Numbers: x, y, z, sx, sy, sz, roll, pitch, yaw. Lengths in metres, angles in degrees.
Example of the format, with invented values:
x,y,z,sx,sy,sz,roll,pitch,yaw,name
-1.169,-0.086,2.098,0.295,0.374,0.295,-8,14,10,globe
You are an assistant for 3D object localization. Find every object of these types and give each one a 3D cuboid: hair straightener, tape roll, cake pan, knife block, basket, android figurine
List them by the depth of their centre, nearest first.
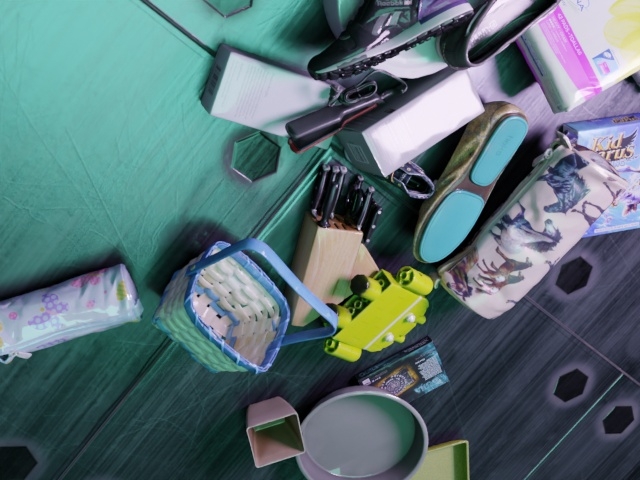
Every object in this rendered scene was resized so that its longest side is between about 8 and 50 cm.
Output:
x,y,z,sx,sy,sz,roll,pitch,yaw,name
0.045,-0.230,1.413,0.230,0.047,0.089,-24,148,-7,hair straightener
0.150,-0.432,1.431,0.286,0.100,0.286,-7,116,-14,tape roll
-0.145,0.115,1.504,0.289,0.201,0.255,-16,128,37,basket
0.000,0.000,1.593,0.275,0.088,0.242,-33,119,0,knife block
0.119,0.150,1.666,0.248,0.056,0.273,-43,143,13,android figurine
0.088,0.438,1.815,0.293,0.054,0.293,-1,115,-3,cake pan

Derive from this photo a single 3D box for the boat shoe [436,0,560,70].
x,y,z,sx,sy,sz,roll,pitch,yaw,name
0.346,-0.405,1.394,0.335,0.095,0.112,-41,118,2,boat shoe

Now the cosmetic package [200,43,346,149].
x,y,z,sx,sy,sz,roll,pitch,yaw,name
-0.080,-0.252,1.453,0.231,0.085,0.117,15,109,-25,cosmetic package

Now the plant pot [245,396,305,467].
x,y,z,sx,sy,sz,roll,pitch,yaw,name
-0.103,0.392,1.739,0.109,0.096,0.109,-15,118,-9,plant pot

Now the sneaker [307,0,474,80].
x,y,z,sx,sy,sz,roll,pitch,yaw,name
0.096,-0.362,1.352,0.283,0.107,0.124,-25,91,3,sneaker

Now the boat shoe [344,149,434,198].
x,y,z,sx,sy,sz,roll,pitch,yaw,name
0.136,-0.139,1.572,0.183,0.083,0.065,21,106,-25,boat shoe

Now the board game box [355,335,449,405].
x,y,z,sx,sy,sz,roll,pitch,yaw,name
0.183,0.305,1.828,0.186,0.026,0.126,-27,120,-4,board game box

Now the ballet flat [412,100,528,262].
x,y,z,sx,sy,sz,roll,pitch,yaw,name
0.277,-0.118,1.611,0.123,0.123,0.349,22,109,-25,ballet flat

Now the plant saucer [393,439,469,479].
x,y,z,sx,sy,sz,roll,pitch,yaw,name
0.258,0.558,1.959,0.188,0.045,0.188,-12,117,-12,plant saucer

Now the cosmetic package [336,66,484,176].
x,y,z,sx,sy,sz,roll,pitch,yaw,name
0.161,-0.220,1.490,0.238,0.127,0.107,-37,114,-14,cosmetic package

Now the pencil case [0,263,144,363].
x,y,z,sx,sy,sz,roll,pitch,yaw,name
-0.461,0.131,1.489,0.273,0.124,0.114,-18,118,-10,pencil case

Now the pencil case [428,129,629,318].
x,y,z,sx,sy,sz,roll,pitch,yaw,name
0.402,-0.021,1.639,0.183,0.160,0.410,36,109,-11,pencil case

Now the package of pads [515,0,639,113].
x,y,z,sx,sy,sz,roll,pitch,yaw,name
0.512,-0.405,1.518,0.296,0.101,0.229,-30,96,-1,package of pads

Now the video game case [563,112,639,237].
x,y,z,sx,sy,sz,roll,pitch,yaw,name
0.637,-0.140,1.743,0.269,0.061,0.244,-10,116,-13,video game case

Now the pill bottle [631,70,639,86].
x,y,z,sx,sy,sz,roll,pitch,yaw,name
0.653,-0.350,1.639,0.078,0.078,0.137,-44,119,6,pill bottle
